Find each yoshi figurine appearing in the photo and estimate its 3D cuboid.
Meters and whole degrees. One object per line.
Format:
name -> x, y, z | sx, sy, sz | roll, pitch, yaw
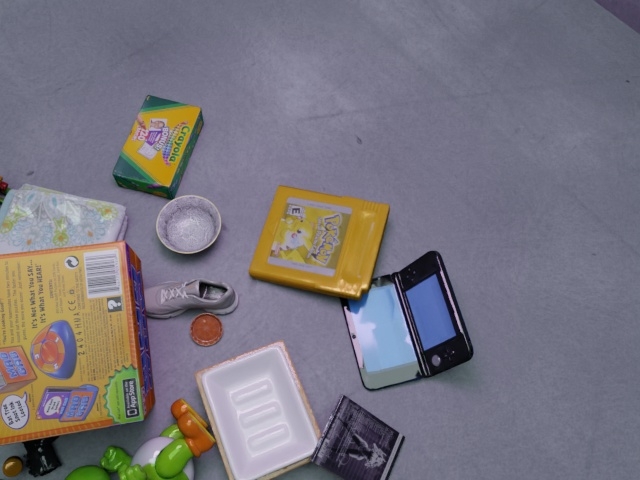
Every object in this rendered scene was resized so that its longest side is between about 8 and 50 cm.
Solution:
yoshi figurine -> -0.425, 0.506, 1.343 | 0.362, 0.203, 0.203 | -44, 58, -14

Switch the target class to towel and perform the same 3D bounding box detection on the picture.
towel -> -0.705, 0.043, 1.570 | 0.320, 0.090, 0.374 | 11, 66, 1

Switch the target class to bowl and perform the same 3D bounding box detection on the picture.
bowl -> -0.350, -0.029, 1.633 | 0.170, 0.080, 0.170 | 2, 66, -4

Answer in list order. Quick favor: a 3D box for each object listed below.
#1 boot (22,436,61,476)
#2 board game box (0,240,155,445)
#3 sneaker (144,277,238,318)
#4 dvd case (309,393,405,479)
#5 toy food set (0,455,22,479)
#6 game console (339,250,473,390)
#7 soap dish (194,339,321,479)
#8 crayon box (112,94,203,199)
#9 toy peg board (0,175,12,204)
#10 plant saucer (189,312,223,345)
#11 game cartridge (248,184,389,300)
boot -> -0.630, 0.483, 1.408 | 0.121, 0.045, 0.099 | -25, 71, -12
board game box -> -0.564, 0.217, 1.301 | 0.356, 0.356, 0.356 | -6, 83, -13
sneaker -> -0.344, 0.133, 1.541 | 0.262, 0.121, 0.099 | -4, 66, -6
dvd case -> 0.092, 0.485, 1.417 | 0.221, 0.018, 0.164 | 39, 65, -23
toy food set -> -0.681, 0.604, 1.341 | 0.111, 0.104, 0.232 | -21, 87, -27
game console -> 0.209, 0.202, 1.535 | 0.173, 0.250, 0.293 | 0, 64, -34
soap dish -> -0.143, 0.412, 1.437 | 0.229, 0.118, 0.291 | -20, 69, -13
crayon box -> -0.457, -0.267, 1.728 | 0.165, 0.081, 0.278 | 14, 66, 2
toy peg board -> -0.886, -0.118, 1.595 | 0.079, 0.160, 0.161 | 24, 66, -11
plant saucer -> -0.292, 0.227, 1.550 | 0.083, 0.013, 0.083 | 0, 89, -8
game cartridge -> 0.000, 0.000, 1.632 | 0.324, 0.052, 0.285 | 10, 65, 14
